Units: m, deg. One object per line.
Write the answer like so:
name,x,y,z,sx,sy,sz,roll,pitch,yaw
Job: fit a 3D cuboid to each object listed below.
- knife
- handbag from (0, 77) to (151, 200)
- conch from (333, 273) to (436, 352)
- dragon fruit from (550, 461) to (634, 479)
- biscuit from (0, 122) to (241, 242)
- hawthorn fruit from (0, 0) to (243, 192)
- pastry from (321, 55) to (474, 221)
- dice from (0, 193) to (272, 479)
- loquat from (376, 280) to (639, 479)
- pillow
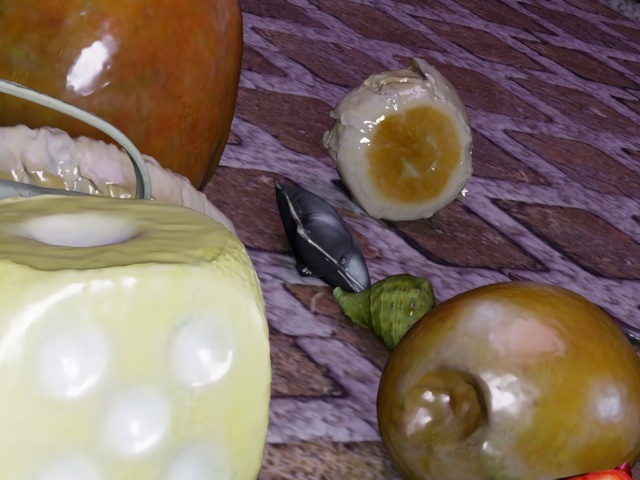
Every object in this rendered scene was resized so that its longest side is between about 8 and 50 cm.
knife,0.291,0.087,1.730,0.247,0.018,0.035,25,21,18
handbag,-0.221,-0.003,1.067,0.256,0.219,0.079,10,25,-37
conch,0.067,0.066,1.477,0.121,0.074,0.089,14,-21,32
dragon fruit,0.122,0.237,0.667,0.295,0.296,0.302,17,21,-17
biscuit,-0.164,-0.008,1.215,0.281,0.179,0.084,23,60,-28
hawthorn fruit,-0.182,-0.144,1.380,0.267,0.301,0.268,14,22,-6
pastry,0.085,-0.098,1.798,0.165,0.166,0.088,14,14,-25
dice,-0.133,0.073,0.978,0.169,0.169,0.166,-3,15,-25
loquat,0.139,0.115,1.228,0.179,0.179,0.227,33,13,30
pillow,0.002,-0.002,1.577,0.091,0.055,0.136,19,20,-18
